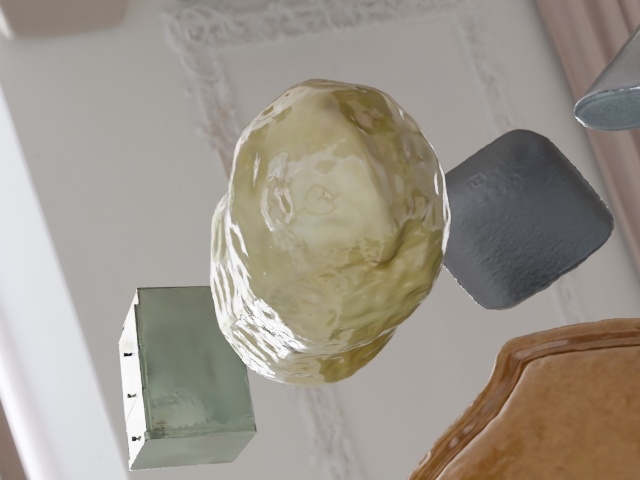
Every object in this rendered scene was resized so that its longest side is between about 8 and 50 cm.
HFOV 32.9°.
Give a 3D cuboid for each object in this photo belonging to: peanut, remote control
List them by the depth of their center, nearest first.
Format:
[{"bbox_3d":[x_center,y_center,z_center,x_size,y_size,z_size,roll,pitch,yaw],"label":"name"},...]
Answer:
[{"bbox_3d":[0.000,0.000,0.555,0.111,0.125,0.274,-17,165,-14],"label":"peanut"},{"bbox_3d":[0.339,-0.220,0.887,0.107,0.044,0.377,2,-138,50],"label":"remote control"}]

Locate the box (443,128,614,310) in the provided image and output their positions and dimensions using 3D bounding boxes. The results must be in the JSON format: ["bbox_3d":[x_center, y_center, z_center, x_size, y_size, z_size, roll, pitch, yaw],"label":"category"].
[{"bbox_3d":[0.248,-0.027,1.413,0.212,0.201,0.042,-39,174,7],"label":"box"}]

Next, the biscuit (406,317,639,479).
[{"bbox_3d":[0.210,0.234,0.696,0.349,0.455,0.078,-25,134,9],"label":"biscuit"}]

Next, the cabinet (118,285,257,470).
[{"bbox_3d":[-0.186,0.183,1.452,0.150,0.206,0.145,-1,154,-19],"label":"cabinet"}]
